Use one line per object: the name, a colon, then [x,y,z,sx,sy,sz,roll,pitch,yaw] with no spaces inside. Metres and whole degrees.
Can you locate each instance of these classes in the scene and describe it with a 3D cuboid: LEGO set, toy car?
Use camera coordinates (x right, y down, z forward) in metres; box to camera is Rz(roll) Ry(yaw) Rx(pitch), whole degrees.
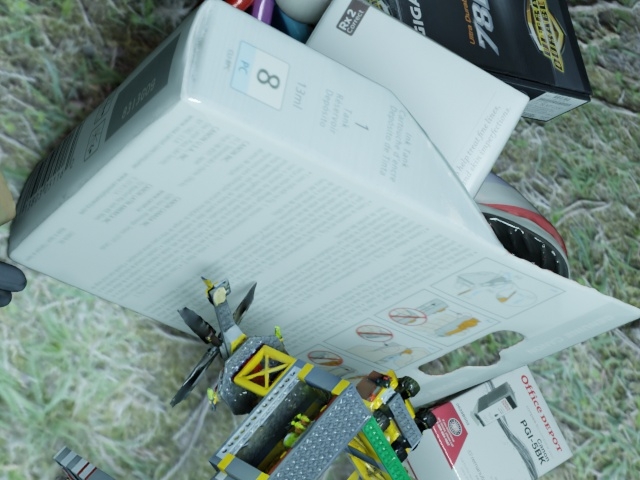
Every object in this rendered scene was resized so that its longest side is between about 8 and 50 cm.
LEGO set: [-0.083,0.210,0.948,0.331,0.192,0.255,-53,132,-16]
toy car: [-0.064,-0.216,1.173,0.182,0.159,0.136,18,96,-20]

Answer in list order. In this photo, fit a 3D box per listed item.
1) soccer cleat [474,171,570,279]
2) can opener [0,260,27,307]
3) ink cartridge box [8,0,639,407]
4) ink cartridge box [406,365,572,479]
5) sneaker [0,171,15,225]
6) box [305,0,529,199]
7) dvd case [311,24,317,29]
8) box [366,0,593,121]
soccer cleat: [0.096,-0.053,1.238,0.318,0.108,0.116,36,21,-4]
can opener: [-0.298,0.014,0.946,0.186,0.059,0.073,15,61,-28]
ink cartridge box: [0.000,0.000,0.998,0.385,0.308,0.091,23,59,-25]
ink cartridge box: [0.145,0.179,1.179,0.135,0.056,0.099,-22,82,-39]
sneaker: [-0.313,-0.076,0.980,0.086,0.064,0.192,-34,90,-32]
box: [0.048,-0.078,1.102,0.182,0.119,0.181,31,89,6]
dvd case: [0.042,-0.185,1.303,0.087,0.013,0.119,-19,82,-39]
box: [0.133,-0.280,1.339,0.293,0.073,0.295,7,66,-46]
